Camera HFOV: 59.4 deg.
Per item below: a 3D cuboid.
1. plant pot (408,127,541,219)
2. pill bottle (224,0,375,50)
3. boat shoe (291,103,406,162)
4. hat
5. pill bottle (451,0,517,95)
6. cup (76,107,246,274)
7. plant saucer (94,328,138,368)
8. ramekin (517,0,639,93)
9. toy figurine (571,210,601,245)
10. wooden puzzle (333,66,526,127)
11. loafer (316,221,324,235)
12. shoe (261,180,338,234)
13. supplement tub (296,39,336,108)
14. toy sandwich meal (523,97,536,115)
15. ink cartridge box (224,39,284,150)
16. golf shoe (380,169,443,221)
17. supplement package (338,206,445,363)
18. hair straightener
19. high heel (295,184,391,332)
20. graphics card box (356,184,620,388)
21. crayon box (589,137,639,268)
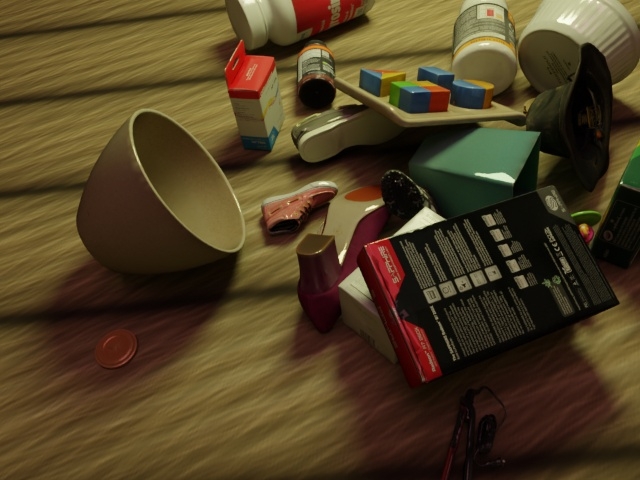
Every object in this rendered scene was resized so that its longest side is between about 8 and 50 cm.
[{"bbox_3d":[0.316,-0.135,1.182,0.234,0.166,0.165,18,56,29],"label":"plant pot"},{"bbox_3d":[-0.059,-0.711,1.631,0.407,0.229,0.229,-28,54,-14],"label":"pill bottle"},{"bbox_3d":[0.077,-0.281,1.354,0.304,0.109,0.091,-20,47,-12],"label":"boat shoe"},{"bbox_3d":[0.518,-0.257,1.191,0.133,0.331,0.331,4,49,39],"label":"hat"},{"bbox_3d":[0.426,-0.518,1.464,0.162,0.162,0.279,5,53,11],"label":"pill bottle"},{"bbox_3d":[-0.344,-0.060,1.135,0.236,0.331,0.331,-32,51,15],"label":"cup"},{"bbox_3d":[-0.397,0.209,1.089,0.083,0.013,0.084,-4,51,5],"label":"plant saucer"},{"bbox_3d":[0.597,-0.449,1.335,0.127,0.273,0.273,-44,59,-12],"label":"ramekin"},{"bbox_3d":[0.454,0.044,1.052,0.173,0.130,0.159,-16,61,24],"label":"toy figurine"},{"bbox_3d":[0.243,-0.336,1.272,0.347,0.081,0.322,-4,28,-22],"label":"wooden puzzle"},{"bbox_3d":[0.000,0.000,1.187,0.039,0.045,0.125,0,53,29],"label":"loafer"},{"bbox_3d":[-0.040,-0.068,1.235,0.177,0.064,0.081,-16,53,1],"label":"shoe"},{"bbox_3d":[-0.011,-0.451,1.502,0.105,0.106,0.198,-4,51,4],"label":"supplement tub"},{"bbox_3d":[0.540,-0.318,1.380,0.085,0.029,0.086,-1,55,1],"label":"toy sandwich meal"},{"bbox_3d":[-0.155,-0.348,1.357,0.077,0.231,0.134,7,54,12],"label":"ink cartridge box"},{"bbox_3d":[0.186,-0.082,1.154,0.077,0.198,0.094,-29,33,23],"label":"golf shoe"},{"bbox_3d":[0.168,0.080,1.044,0.244,0.134,0.139,-40,58,-22],"label":"supplement package"},{"bbox_3d":[0.250,0.337,0.899,0.088,0.047,0.230,14,51,17],"label":"hair straightener"},{"bbox_3d":[0.064,0.018,1.162,0.127,0.182,0.377,11,33,33],"label":"high heel"},{"bbox_3d":[0.270,0.068,0.923,0.370,0.094,0.233,-18,72,-15],"label":"graphics card box"},{"bbox_3d":[0.646,-0.130,1.108,0.083,0.203,0.323,26,59,25],"label":"crayon box"}]
